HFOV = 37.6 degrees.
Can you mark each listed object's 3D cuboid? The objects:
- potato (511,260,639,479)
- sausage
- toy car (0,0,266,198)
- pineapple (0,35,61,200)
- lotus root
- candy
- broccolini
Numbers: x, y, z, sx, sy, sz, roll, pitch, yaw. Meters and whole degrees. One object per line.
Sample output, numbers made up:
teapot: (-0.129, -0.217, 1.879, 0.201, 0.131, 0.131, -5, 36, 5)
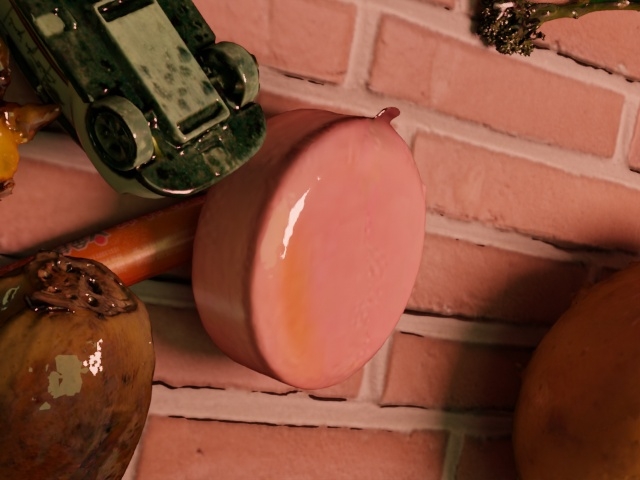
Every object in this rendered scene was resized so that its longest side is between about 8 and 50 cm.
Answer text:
potato: (0.396, 0.226, 1.042, 0.442, 0.319, 0.385, 31, 42, -23)
sausage: (-0.202, 0.028, 0.772, 0.348, 0.053, 0.053, -22, 109, -26)
toy car: (-0.173, -0.163, 0.712, 0.136, 0.125, 0.306, -39, 95, -41)
pineapple: (-0.328, -0.145, 0.639, 0.334, 0.158, 0.161, 37, 40, -34)
lotus root: (-0.216, 0.146, 0.701, 0.160, 0.152, 0.274, -3, 129, -52)
candy: (0.000, 0.000, 0.827, 0.255, 0.094, 0.255, -21, 119, -46)
broccolini: (0.277, -0.245, 1.012, 0.254, 0.057, 0.071, -13, 148, -26)
